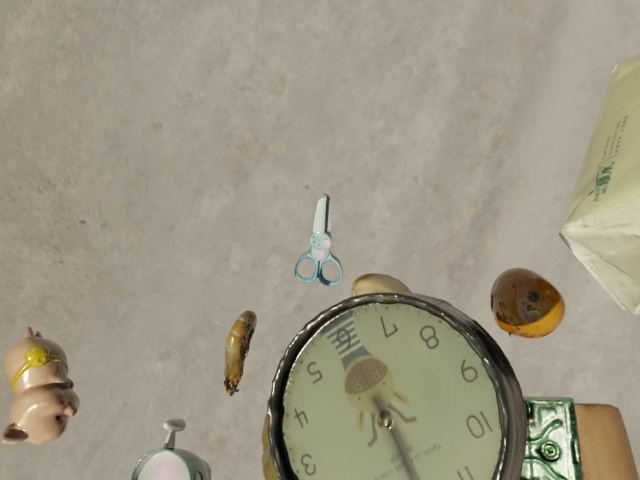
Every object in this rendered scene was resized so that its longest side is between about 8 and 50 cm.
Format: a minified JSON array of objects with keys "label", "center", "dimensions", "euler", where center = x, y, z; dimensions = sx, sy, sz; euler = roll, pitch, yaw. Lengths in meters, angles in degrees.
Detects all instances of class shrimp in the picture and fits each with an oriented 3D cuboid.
[{"label":"shrimp","center":[-0.163,0.231,1.359],"dimensions":[0.042,0.101,0.190],"euler":[17,102,20]}]

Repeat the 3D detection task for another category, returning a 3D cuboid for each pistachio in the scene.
[{"label":"pistachio","center":[0.168,0.164,1.702],"dimensions":[0.215,0.144,0.143],"euler":[32,78,-23]}]

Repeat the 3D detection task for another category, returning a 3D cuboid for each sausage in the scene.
[{"label":"sausage","center":[0.546,0.432,1.297],"dimensions":[0.123,0.123,0.252],"euler":[-4,76,-16]}]

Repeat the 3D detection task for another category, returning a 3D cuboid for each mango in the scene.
[{"label":"mango","center":[0.284,0.094,0.965],"dimensions":[0.084,0.159,0.105],"euler":[-27,81,-15]}]

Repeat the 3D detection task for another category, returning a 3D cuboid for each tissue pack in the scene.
[{"label":"tissue pack","center":[0.518,-0.117,0.878],"dimensions":[0.207,0.297,0.380],"euler":[43,54,-18]}]

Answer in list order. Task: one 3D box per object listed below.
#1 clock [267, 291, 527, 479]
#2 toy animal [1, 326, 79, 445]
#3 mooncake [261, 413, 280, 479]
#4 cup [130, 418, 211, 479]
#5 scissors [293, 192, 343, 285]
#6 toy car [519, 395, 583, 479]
[{"label":"clock","center":[0.046,0.124,0.463],"dimensions":[0.185,0.040,0.184],"euler":[-7,76,28]},{"label":"toy animal","center":[-0.602,0.308,1.432],"dimensions":[0.149,0.165,0.247],"euler":[-14,69,9]},{"label":"mooncake","center":[0.090,0.484,1.596],"dimensions":[0.467,0.467,0.262],"euler":[19,108,-14]},{"label":"cup","center":[-0.359,0.601,1.677],"dimensions":[0.168,0.173,0.299],"euler":[-8,73,15]},{"label":"scissors","center":[0.000,0.000,1.658],"dimensions":[0.125,0.030,0.256],"euler":[6,120,5]},{"label":"toy car","center":[0.199,0.289,0.944],"dimensions":[0.097,0.321,0.141],"euler":[7,78,-59]}]
